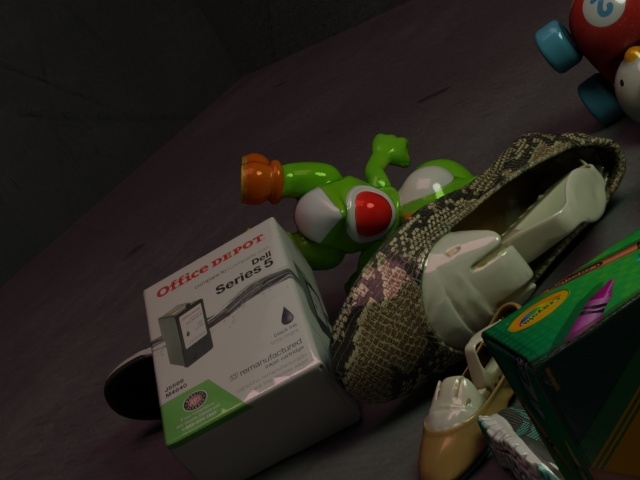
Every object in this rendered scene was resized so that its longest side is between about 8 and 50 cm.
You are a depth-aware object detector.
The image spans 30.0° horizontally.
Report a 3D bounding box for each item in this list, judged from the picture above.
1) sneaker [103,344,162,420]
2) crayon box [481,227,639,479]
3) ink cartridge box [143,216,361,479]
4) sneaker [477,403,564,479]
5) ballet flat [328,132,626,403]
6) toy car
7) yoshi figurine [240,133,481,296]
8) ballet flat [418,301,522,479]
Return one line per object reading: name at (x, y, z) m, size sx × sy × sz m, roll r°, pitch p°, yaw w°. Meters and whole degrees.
sneaker at (-0.157, 0.130, 1.653) m, size 0.295 × 0.124 × 0.178 m, roll -23°, pitch 22°, yaw 4°
crayon box at (0.238, 0.129, 0.717) m, size 0.165 × 0.278 × 0.081 m, roll -33°, pitch 16°, yaw -7°
ink cartridge box at (-0.089, 0.129, 1.409) m, size 0.198 × 0.115 × 0.273 m, roll -29°, pitch 39°, yaw 7°
sneaker at (0.195, 0.176, 1.039) m, size 0.076 × 0.065 × 0.166 m, roll -28°, pitch 18°, yaw -5°
ballet flat at (0.201, 0.004, 1.345) m, size 0.182 × 0.164 × 0.483 m, roll -14°, pitch 21°, yaw 49°
toy car at (0.436, -0.240, 1.608) m, size 0.219 × 0.210 × 0.238 m, roll -35°, pitch 26°, yaw 23°
yoshi figurine at (0.073, -0.041, 1.613) m, size 0.362 × 0.204 × 0.203 m, roll -2°, pitch 48°, yaw -3°
ballet flat at (0.150, 0.145, 1.177) m, size 0.080 × 0.073 × 0.232 m, roll -12°, pitch 25°, yaw 43°
